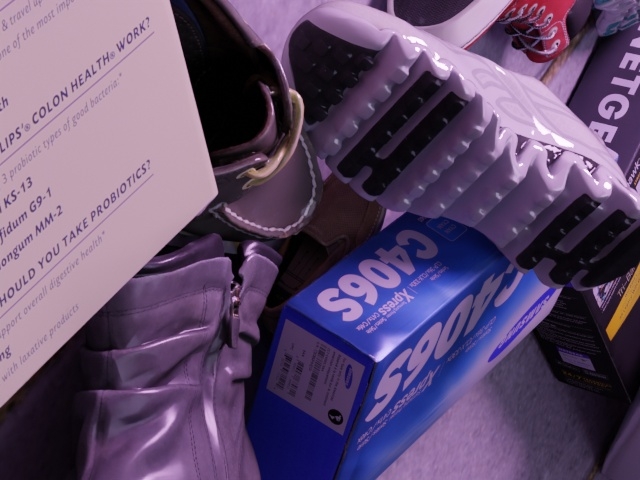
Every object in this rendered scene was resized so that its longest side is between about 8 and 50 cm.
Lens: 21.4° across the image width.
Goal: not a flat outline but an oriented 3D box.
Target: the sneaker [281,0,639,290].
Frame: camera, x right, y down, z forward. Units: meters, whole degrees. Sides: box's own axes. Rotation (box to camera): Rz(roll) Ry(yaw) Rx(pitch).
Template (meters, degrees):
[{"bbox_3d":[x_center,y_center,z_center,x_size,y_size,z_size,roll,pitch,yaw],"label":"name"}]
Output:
[{"bbox_3d":[0.091,-0.073,1.092,0.292,0.110,0.118,30,36,-31],"label":"sneaker"}]

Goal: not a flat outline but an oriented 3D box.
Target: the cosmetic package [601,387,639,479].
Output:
[{"bbox_3d":[0.529,0.129,1.609,0.329,0.394,0.327,-61,169,-20],"label":"cosmetic package"}]

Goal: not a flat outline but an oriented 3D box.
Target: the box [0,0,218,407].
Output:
[{"bbox_3d":[-0.168,-0.063,0.651,0.213,0.117,0.243,-48,142,-35],"label":"box"}]

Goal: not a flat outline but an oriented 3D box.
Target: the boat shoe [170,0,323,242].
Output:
[{"bbox_3d":[-0.067,-0.070,0.932,0.109,0.091,0.305,-65,148,-13],"label":"boat shoe"}]

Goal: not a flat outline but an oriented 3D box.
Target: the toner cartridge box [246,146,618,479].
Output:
[{"bbox_3d":[0.081,0.048,1.192,0.348,0.075,0.165,-36,153,-47],"label":"toner cartridge box"}]

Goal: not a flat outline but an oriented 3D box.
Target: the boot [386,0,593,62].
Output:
[{"bbox_3d":[0.132,-0.164,1.217,0.244,0.088,0.176,-54,146,-35],"label":"boot"}]

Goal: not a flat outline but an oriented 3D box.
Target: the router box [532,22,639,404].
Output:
[{"bbox_3d":[0.279,-0.044,1.509,0.308,0.081,0.243,-61,148,-20],"label":"router box"}]

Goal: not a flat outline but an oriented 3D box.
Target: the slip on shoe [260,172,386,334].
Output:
[{"bbox_3d":[0.000,0.000,1.117,0.135,0.051,0.041,-57,153,-12],"label":"slip on shoe"}]

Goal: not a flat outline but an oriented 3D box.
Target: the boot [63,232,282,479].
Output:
[{"bbox_3d":[-0.118,0.112,0.907,0.338,0.118,0.222,-27,121,-72],"label":"boot"}]

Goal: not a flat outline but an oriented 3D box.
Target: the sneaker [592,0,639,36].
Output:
[{"bbox_3d":[0.239,-0.219,1.380,0.166,0.065,0.076,40,26,-77],"label":"sneaker"}]
